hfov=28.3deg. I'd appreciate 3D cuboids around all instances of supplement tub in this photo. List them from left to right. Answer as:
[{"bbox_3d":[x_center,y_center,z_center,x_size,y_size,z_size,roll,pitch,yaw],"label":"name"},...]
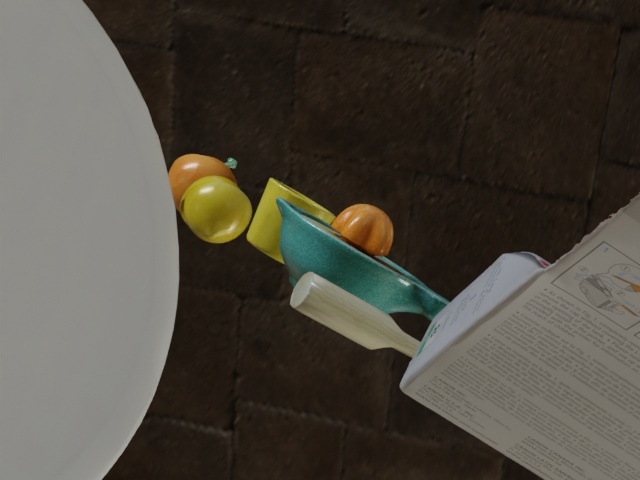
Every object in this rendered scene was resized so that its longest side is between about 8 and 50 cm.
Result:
[{"bbox_3d":[-0.220,0.026,0.418,0.316,0.228,0.228,-18,107,40],"label":"supplement tub"}]

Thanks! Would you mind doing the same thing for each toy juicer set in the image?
[{"bbox_3d":[0.000,0.000,1.001,0.209,0.329,0.089,28,95,-41],"label":"toy juicer set"}]

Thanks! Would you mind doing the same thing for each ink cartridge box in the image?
[{"bbox_3d":[0.160,0.058,0.559,0.181,0.056,0.224,32,145,-4],"label":"ink cartridge box"}]
